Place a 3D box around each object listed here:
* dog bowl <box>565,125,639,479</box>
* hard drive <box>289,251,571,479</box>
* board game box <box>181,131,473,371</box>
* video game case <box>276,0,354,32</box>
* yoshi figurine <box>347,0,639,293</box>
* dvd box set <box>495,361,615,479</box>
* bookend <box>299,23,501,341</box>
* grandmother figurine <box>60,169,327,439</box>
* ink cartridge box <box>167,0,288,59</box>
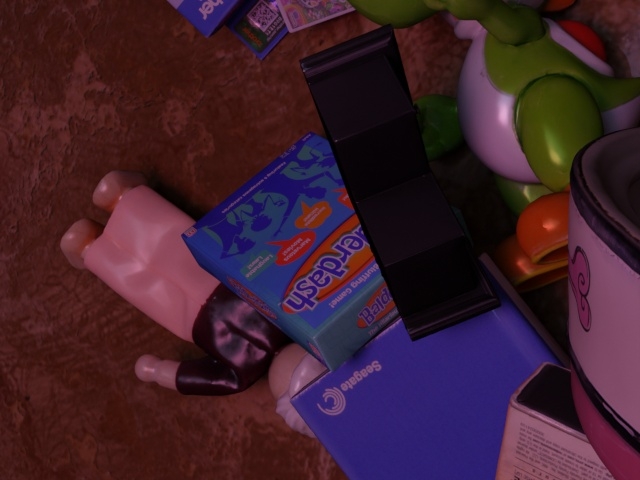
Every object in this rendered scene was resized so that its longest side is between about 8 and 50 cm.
[{"bbox_3d":[0.328,0.068,0.597,0.408,0.408,0.150,24,116,29],"label":"dog bowl"},{"bbox_3d":[0.148,0.197,0.837,0.210,0.040,0.319,-40,86,26],"label":"hard drive"},{"bbox_3d":[0.000,0.000,0.892,0.160,0.047,0.210,-41,42,-16],"label":"board game box"},{"bbox_3d":[0.013,-0.245,0.941,0.122,0.011,0.087,-18,124,11],"label":"video game case"},{"bbox_3d":[0.115,-0.143,0.831,0.203,0.203,0.362,-26,73,34],"label":"yoshi figurine"},{"bbox_3d":[0.246,0.317,0.715,0.307,0.062,0.420,22,126,29],"label":"dvd box set"},{"bbox_3d":[0.057,-0.041,0.749,0.072,0.157,0.156,-22,48,1],"label":"bookend"},{"bbox_3d":[-0.091,0.061,1.003,0.342,0.104,0.208,38,105,23],"label":"grandmother figurine"},{"bbox_3d":[-0.118,-0.326,0.958,0.311,0.065,0.186,43,116,-10],"label":"ink cartridge box"}]
